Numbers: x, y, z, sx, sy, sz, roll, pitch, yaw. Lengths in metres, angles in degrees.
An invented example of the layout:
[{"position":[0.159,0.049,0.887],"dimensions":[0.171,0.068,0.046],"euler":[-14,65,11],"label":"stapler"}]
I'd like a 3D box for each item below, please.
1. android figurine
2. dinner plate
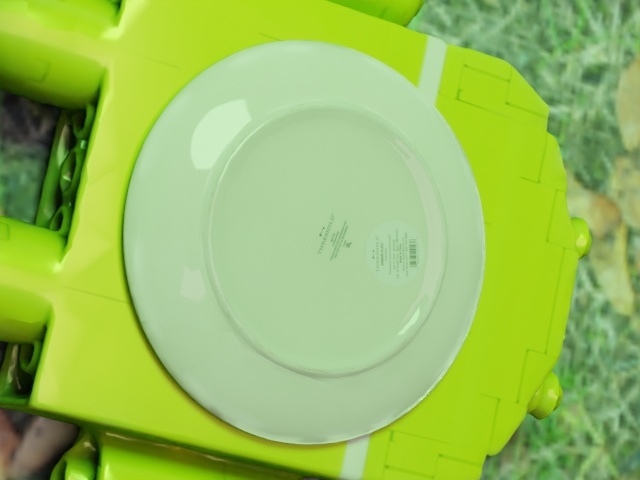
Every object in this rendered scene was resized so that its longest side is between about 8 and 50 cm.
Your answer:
[{"position":[-0.016,-0.003,0.710],"dimensions":[0.272,0.056,0.248],"euler":[14,80,-27],"label":"android figurine"},{"position":[0.000,0.000,0.679],"dimensions":[0.141,0.017,0.141],"euler":[1,87,-28],"label":"dinner plate"}]
